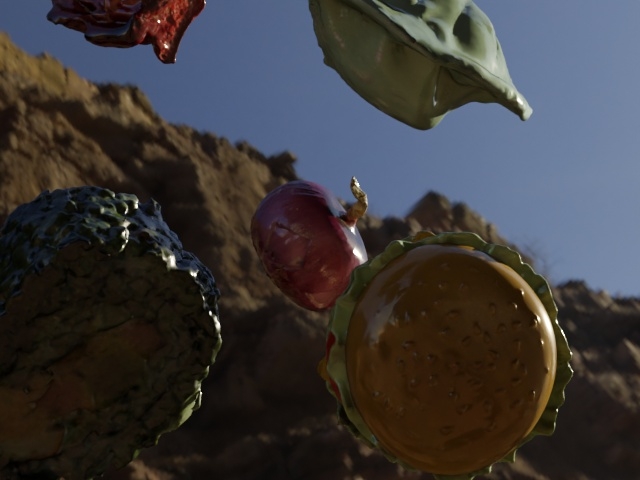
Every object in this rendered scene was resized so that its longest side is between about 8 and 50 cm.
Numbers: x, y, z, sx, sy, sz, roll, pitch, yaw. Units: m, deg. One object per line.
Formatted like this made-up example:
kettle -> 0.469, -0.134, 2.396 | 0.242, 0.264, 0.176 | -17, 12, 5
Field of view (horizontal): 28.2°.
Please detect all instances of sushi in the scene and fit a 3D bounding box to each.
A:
sushi -> -0.280, 0.120, 1.487 | 0.294, 0.178, 0.352 | 35, -78, -32

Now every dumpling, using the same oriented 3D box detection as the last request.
dumpling -> 0.058, -0.130, 0.896 | 0.219, 0.152, 0.108 | 24, -52, -21

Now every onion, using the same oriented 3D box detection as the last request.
onion -> -0.009, 0.006, 1.643 | 0.153, 0.177, 0.177 | -14, -51, -9

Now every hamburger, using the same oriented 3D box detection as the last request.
hamburger -> 0.134, 0.124, 1.385 | 0.274, 0.212, 0.274 | 0, -92, -3

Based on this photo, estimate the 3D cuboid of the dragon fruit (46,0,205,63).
dragon fruit -> -0.187, -0.340, 1.431 | 0.228, 0.286, 0.329 | 12, -102, -48
